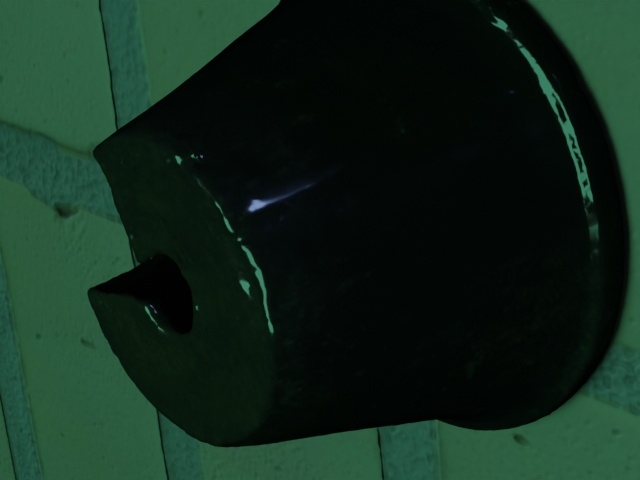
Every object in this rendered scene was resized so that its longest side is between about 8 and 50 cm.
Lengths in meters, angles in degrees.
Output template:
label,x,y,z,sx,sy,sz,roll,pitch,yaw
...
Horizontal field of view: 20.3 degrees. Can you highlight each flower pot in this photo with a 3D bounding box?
label,x,y,z,sx,sy,sz,roll,pitch,yaw
flower pot,0.000,0.000,1.234,0.379,0.251,0.379,27,128,41
